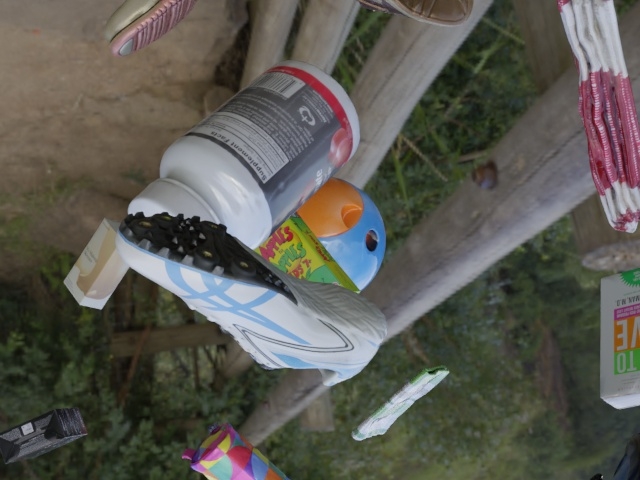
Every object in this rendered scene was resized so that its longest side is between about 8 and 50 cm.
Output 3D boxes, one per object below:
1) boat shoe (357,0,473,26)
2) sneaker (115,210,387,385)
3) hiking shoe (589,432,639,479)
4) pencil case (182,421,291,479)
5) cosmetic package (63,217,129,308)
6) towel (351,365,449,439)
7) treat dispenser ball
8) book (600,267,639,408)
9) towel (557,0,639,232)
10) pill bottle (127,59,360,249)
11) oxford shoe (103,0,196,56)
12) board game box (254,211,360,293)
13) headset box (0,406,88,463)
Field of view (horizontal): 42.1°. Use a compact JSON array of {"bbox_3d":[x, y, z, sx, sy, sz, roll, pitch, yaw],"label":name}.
[{"bbox_3d":[0.113,-0.479,1.519,0.342,0.123,0.123,15,-178,-14],"label":"boat shoe"},{"bbox_3d":[-0.051,0.051,0.618,0.237,0.085,0.086,28,105,-33],"label":"sneaker"},{"bbox_3d":[0.130,0.225,0.504,0.132,0.304,0.113,23,144,30],"label":"hiking shoe"},{"bbox_3d":[-0.119,0.416,1.424,0.236,0.104,0.104,46,138,-11],"label":"pencil case"},{"bbox_3d":[-0.306,0.033,1.167,0.041,0.060,0.115,22,105,-52],"label":"cosmetic package"},{"bbox_3d":[0.122,0.243,1.240,0.152,0.023,0.113,-44,161,15],"label":"towel"},{"bbox_3d":[0.000,0.000,1.838,0.288,0.288,0.288,-9,160,-3],"label":"treat dispenser ball"},{"bbox_3d":[0.340,0.094,0.859,0.035,0.144,0.096,32,143,-30],"label":"book"},{"bbox_3d":[0.165,-0.195,0.566,0.037,0.237,0.328,-14,121,19],"label":"towel"},{"bbox_3d":[-0.102,-0.094,1.119,0.318,0.176,0.176,-46,-179,-33],"label":"pill bottle"},{"bbox_3d":[-0.249,-0.474,1.399,0.146,0.397,0.140,40,159,-10],"label":"oxford shoe"},{"bbox_3d":[-0.030,0.044,1.306,0.092,0.181,0.043,-48,157,22],"label":"board game box"},{"bbox_3d":[-0.274,0.192,0.825,0.062,0.032,0.083,-23,169,-4],"label":"headset box"}]
